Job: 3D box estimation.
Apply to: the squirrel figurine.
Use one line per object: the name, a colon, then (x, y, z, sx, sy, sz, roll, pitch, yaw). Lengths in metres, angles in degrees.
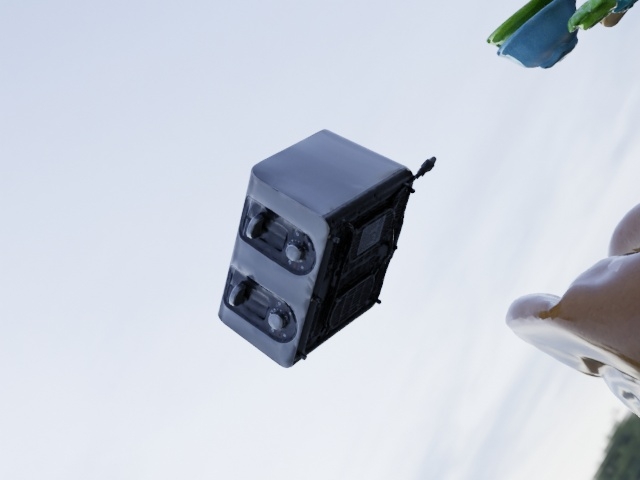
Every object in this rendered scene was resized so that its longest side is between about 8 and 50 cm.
squirrel figurine: (0.398, -0.009, 1.212, 0.370, 0.281, 0.397, -53, 0, -12)

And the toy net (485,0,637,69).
toy net: (0.222, -0.194, 1.014, 0.232, 0.045, 0.122, -35, -6, -28)

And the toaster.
toaster: (0.000, 0.000, 1.331, 0.185, 0.110, 0.168, -33, -34, -49)
